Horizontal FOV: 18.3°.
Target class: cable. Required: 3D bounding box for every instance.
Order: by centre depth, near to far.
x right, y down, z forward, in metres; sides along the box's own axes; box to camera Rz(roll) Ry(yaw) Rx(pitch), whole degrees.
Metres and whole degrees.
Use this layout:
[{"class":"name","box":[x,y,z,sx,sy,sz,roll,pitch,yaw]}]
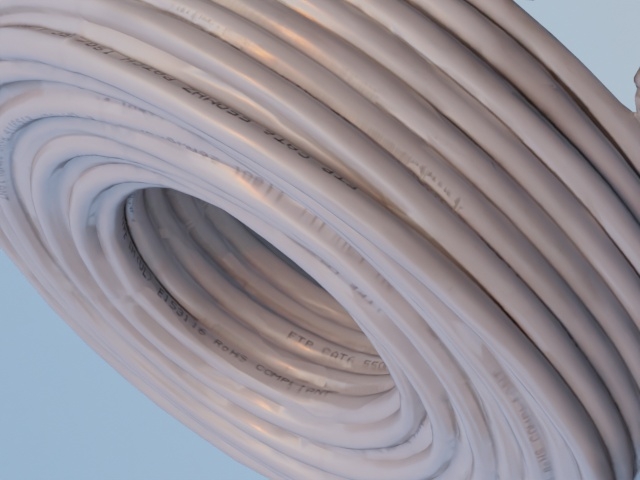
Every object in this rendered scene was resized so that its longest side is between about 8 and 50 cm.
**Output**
[{"class":"cable","box":[0.000,0.000,0.603,0.089,0.257,0.257,-53,-37,-24]}]
